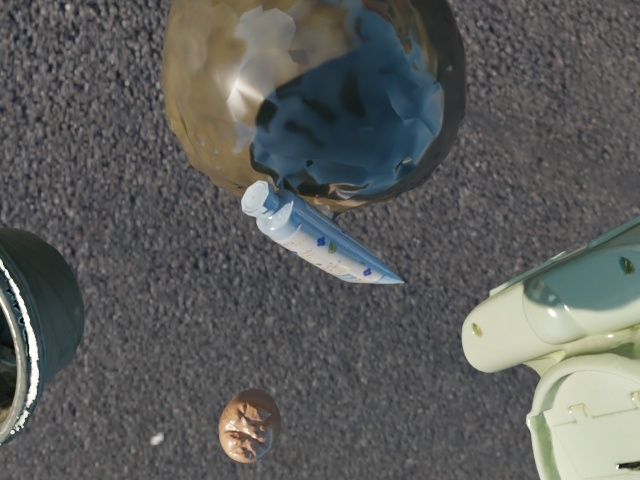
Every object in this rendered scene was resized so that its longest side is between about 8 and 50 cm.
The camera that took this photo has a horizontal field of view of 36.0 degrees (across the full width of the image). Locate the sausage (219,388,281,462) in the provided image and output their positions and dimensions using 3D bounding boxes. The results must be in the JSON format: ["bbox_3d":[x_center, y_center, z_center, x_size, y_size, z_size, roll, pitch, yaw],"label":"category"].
[{"bbox_3d":[-0.097,0.253,1.368,0.086,0.086,0.289,-13,174,-3],"label":"sausage"}]

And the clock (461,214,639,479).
[{"bbox_3d":[0.238,0.144,0.604,0.108,0.324,0.265,-25,172,-25],"label":"clock"}]

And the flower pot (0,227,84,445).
[{"bbox_3d":[-0.310,0.072,0.905,0.235,0.235,0.140,-49,167,27],"label":"flower pot"}]

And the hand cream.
[{"bbox_3d":[0.000,0.000,0.858,0.065,0.043,0.170,2,157,46],"label":"hand cream"}]

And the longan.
[{"bbox_3d":[-0.014,-0.206,1.208,0.391,0.391,0.391,-8,133,-8],"label":"longan"}]
